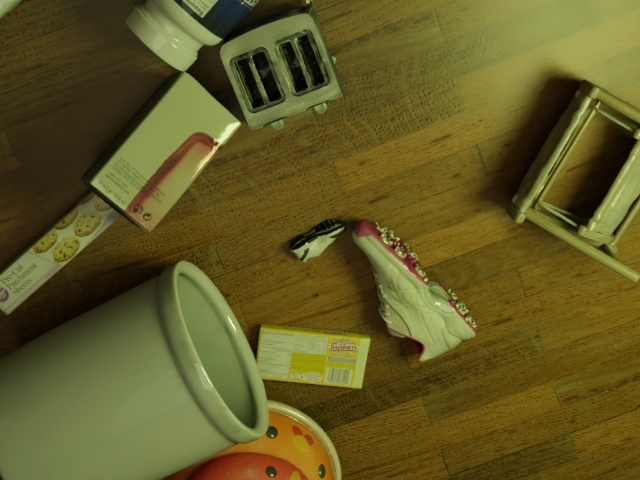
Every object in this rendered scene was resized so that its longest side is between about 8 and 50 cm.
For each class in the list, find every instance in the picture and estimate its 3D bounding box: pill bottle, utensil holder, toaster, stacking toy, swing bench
[{"bbox_3d":[-0.174,-0.401,1.572,0.153,0.153,0.265,41,103,-16],"label":"pill bottle"},{"bbox_3d":[-0.331,0.258,1.713,0.385,0.328,0.328,-25,110,8],"label":"utensil holder"},{"bbox_3d":[-0.062,-0.284,1.632,0.168,0.110,0.186,-20,107,6],"label":"toaster"},{"bbox_3d":[-0.121,0.525,1.736,0.350,0.480,0.351,-1,110,-4],"label":"stacking toy"},{"bbox_3d":[0.480,-0.111,1.723,0.254,0.165,0.253,27,106,-7],"label":"swing bench"}]

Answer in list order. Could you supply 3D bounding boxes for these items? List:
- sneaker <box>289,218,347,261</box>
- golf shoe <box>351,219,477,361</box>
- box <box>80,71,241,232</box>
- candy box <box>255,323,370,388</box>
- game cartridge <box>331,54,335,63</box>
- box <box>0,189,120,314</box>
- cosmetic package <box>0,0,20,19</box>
[{"bbox_3d":[0.000,0.000,1.795,0.109,0.040,0.044,-27,126,9],"label":"sneaker"},{"bbox_3d":[0.144,0.097,1.799,0.140,0.115,0.306,-40,107,14],"label":"golf shoe"},{"bbox_3d":[-0.259,-0.142,1.626,0.127,0.148,0.232,42,82,-18],"label":"box"},{"bbox_3d":[-0.017,0.215,1.872,0.205,0.027,0.105,7,107,-7],"label":"candy box"},{"bbox_3d":[-0.009,-0.279,1.701,0.056,0.017,0.083,23,107,-8],"label":"game cartridge"},{"bbox_3d":[-0.444,-0.001,1.744,0.324,0.063,0.067,-39,106,10],"label":"box"},{"bbox_3d":[-0.589,-0.426,1.571,0.117,0.085,0.231,-40,106,10],"label":"cosmetic package"}]
